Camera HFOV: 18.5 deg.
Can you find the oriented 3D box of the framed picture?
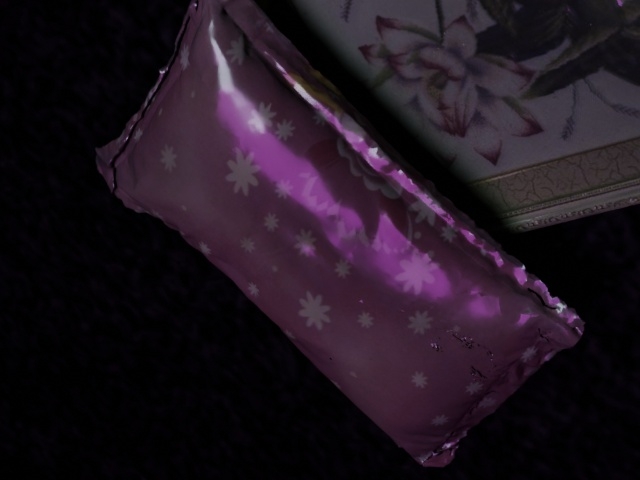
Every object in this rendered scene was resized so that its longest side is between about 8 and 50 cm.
[{"bbox_3d":[0.065,-0.083,0.636,0.231,0.010,0.173,-16,110,42],"label":"framed picture"}]

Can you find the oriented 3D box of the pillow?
[{"bbox_3d":[0.000,0.000,0.704,0.185,0.043,0.118,43,134,2],"label":"pillow"}]
